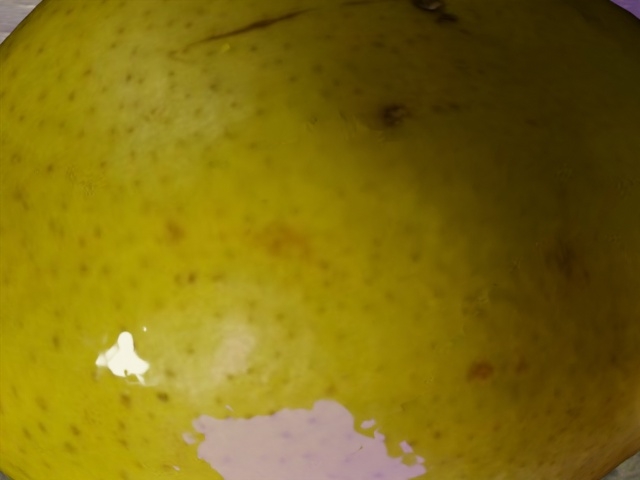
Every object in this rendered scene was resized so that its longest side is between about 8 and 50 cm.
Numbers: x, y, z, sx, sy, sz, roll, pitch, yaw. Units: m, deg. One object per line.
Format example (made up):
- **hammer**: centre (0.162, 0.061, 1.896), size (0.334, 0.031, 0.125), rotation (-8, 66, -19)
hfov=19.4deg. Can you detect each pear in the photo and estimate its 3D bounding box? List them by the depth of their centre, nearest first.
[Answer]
- **pear**: centre (0.000, 0.000, 0.979), size (0.418, 0.362, 0.362), rotation (-7, 171, 3)
